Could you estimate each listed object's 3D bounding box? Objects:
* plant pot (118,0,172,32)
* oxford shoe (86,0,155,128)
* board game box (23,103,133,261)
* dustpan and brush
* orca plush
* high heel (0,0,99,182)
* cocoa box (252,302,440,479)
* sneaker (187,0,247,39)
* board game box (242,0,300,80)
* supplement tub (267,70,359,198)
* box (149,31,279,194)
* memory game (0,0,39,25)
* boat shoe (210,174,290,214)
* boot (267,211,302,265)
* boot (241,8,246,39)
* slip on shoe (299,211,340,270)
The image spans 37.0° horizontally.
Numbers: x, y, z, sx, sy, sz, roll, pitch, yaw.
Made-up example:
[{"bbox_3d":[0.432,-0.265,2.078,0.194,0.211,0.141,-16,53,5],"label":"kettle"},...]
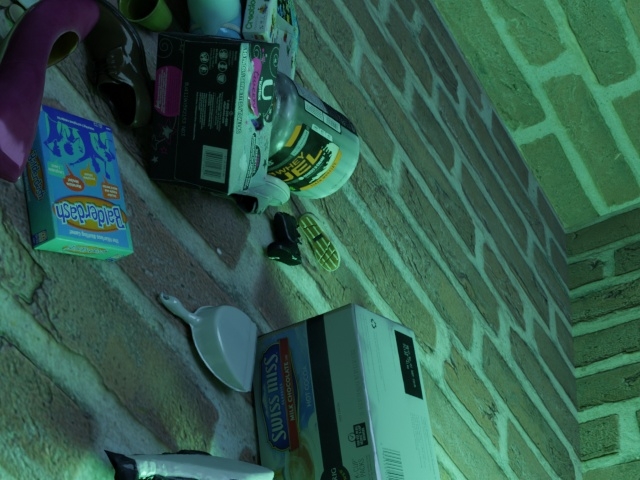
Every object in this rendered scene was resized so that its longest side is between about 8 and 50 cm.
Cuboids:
[{"bbox_3d":[-0.306,-0.412,1.718,0.079,0.083,0.083,38,38,-65],"label":"plant pot"},{"bbox_3d":[-0.335,-0.289,1.557,0.227,0.083,0.096,64,29,-9],"label":"oxford shoe"},{"bbox_3d":[-0.358,-0.082,1.396,0.160,0.047,0.210,14,59,-59],"label":"board game box"},{"bbox_3d":[-0.184,0.143,1.564,0.211,0.060,0.147,55,27,-40],"label":"dustpan and brush"},{"bbox_3d":[-0.183,0.363,1.343,0.287,0.151,0.102,21,84,-60],"label":"orca plush"},{"bbox_3d":[-0.384,-0.214,1.327,0.181,0.127,0.377,43,44,-4],"label":"high heel"},{"bbox_3d":[0.042,0.321,1.648,0.231,0.228,0.347,29,46,-52],"label":"cocoa box"},{"bbox_3d":[-0.204,-0.415,1.882,0.319,0.127,0.208,-73,163,-77],"label":"sneaker"},{"bbox_3d":[-0.096,-0.426,1.952,0.305,0.053,0.193,71,24,-69],"label":"board game box"},{"bbox_3d":[-0.077,-0.212,1.858,0.316,0.193,0.193,25,50,-53],"label":"supplement tub"},{"bbox_3d":[-0.174,-0.216,1.602,0.142,0.163,0.247,-25,124,-63],"label":"box"},{"bbox_3d":[-0.456,-0.396,1.483,0.186,0.012,0.186,43,35,-41],"label":"memory game"},{"bbox_3d":[-0.138,-0.088,1.800,0.227,0.079,0.081,22,68,-55],"label":"boat shoe"},{"bbox_3d":[-0.074,-0.009,1.881,0.121,0.045,0.099,31,47,-61],"label":"boot"},{"bbox_3d":[-0.111,-0.519,2.137,0.264,0.096,0.280,48,36,-70],"label":"boot"},{"bbox_3d":[0.000,0.000,2.016,0.135,0.051,0.041,56,17,-11],"label":"slip on shoe"}]
